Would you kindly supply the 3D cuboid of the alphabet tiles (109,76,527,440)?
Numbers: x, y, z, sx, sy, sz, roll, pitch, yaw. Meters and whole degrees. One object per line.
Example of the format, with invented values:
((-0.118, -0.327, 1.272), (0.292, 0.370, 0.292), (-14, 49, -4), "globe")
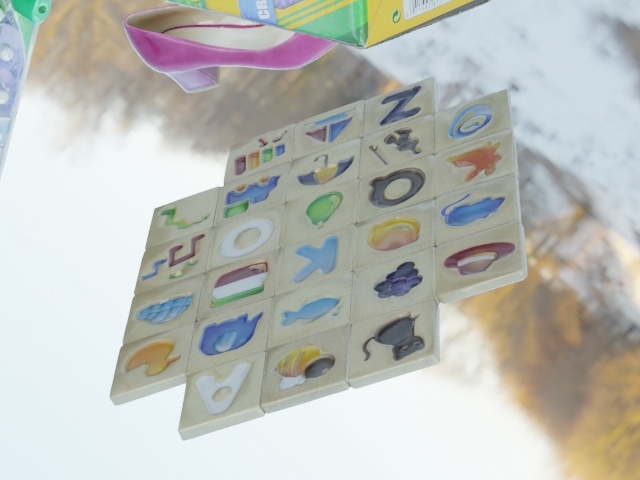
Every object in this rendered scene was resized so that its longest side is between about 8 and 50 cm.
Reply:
((0.000, 0.000, 1.168), (0.342, 0.285, 0.011), (-85, -27, -56), "alphabet tiles")

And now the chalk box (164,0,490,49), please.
((-0.016, -0.211, 1.032), (0.213, 0.132, 0.132), (20, -148, 36), "chalk box")

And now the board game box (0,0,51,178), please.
((-0.428, -0.094, 1.466), (0.390, 0.390, 0.050), (0, -153, -40), "board game box")

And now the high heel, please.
((-0.076, -0.227, 1.733), (0.117, 0.244, 0.082), (42, -136, -47), "high heel")
